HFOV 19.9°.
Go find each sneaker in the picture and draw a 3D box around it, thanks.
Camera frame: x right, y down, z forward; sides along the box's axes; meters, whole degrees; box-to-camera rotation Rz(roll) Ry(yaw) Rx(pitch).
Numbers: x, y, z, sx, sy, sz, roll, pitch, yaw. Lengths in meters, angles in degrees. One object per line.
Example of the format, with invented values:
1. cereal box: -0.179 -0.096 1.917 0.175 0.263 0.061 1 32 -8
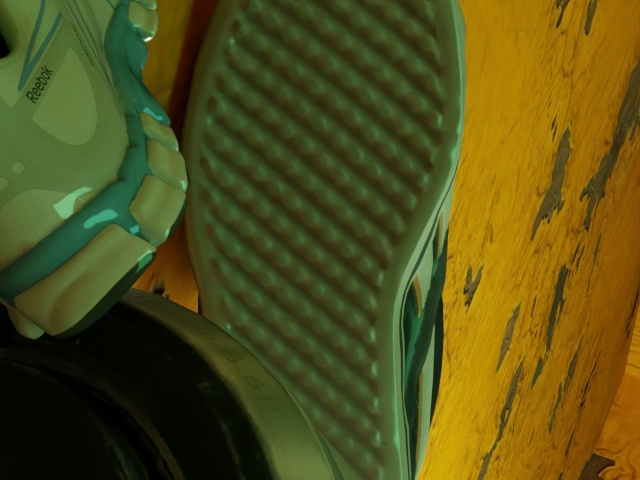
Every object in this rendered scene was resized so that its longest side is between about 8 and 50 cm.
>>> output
1. sneaker: 0.000 0.000 0.847 0.127 0.126 0.321 -68 164 -76
2. sneaker: -0.089 -0.056 0.487 0.071 0.083 0.190 -41 -150 6

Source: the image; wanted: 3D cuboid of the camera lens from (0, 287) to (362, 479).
1. camera lens: -0.056 0.156 0.526 0.274 0.219 0.219 54 52 -52
